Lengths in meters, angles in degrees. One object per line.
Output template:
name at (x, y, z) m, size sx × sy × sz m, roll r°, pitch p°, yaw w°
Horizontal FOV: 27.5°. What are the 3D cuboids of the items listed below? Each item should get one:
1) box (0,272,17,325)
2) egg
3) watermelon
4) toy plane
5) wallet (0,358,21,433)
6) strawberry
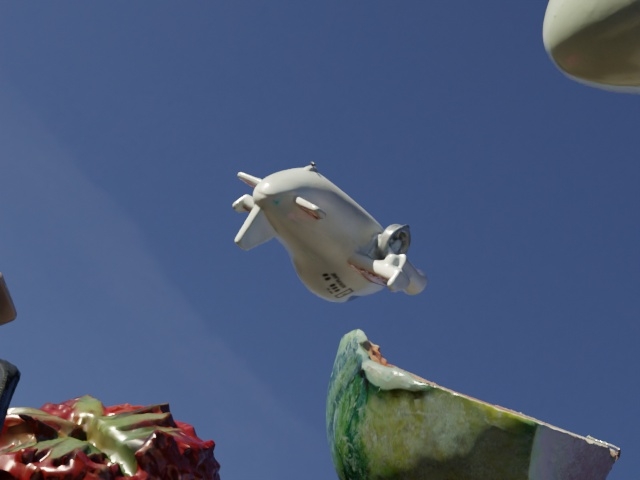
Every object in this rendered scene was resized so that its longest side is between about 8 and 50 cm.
box at (-0.321, 0.066, 1.123) m, size 0.025 × 0.115 × 0.048 m, roll 150°, pitch -80°, yaw -83°
egg at (0.284, -0.198, 1.079) m, size 0.209 × 0.151 × 0.151 m, roll -26°, pitch -65°, yaw 7°
watermelon at (0.099, 0.181, 1.163) m, size 0.305 × 0.180 × 0.223 m, roll 20°, pitch -54°, yaw 49°
toy plane at (0.002, -0.003, 1.442) m, size 0.252 × 0.118 × 0.252 m, roll 30°, pitch -5°, yaw 3°
wallet at (-0.295, 0.215, 1.046) m, size 0.044 × 0.250 × 0.149 m, roll 24°, pitch -58°, yaw -16°
strawberry at (-0.211, 0.278, 1.265) m, size 0.261 × 0.261 × 0.257 m, roll 9°, pitch -76°, yaw 37°
